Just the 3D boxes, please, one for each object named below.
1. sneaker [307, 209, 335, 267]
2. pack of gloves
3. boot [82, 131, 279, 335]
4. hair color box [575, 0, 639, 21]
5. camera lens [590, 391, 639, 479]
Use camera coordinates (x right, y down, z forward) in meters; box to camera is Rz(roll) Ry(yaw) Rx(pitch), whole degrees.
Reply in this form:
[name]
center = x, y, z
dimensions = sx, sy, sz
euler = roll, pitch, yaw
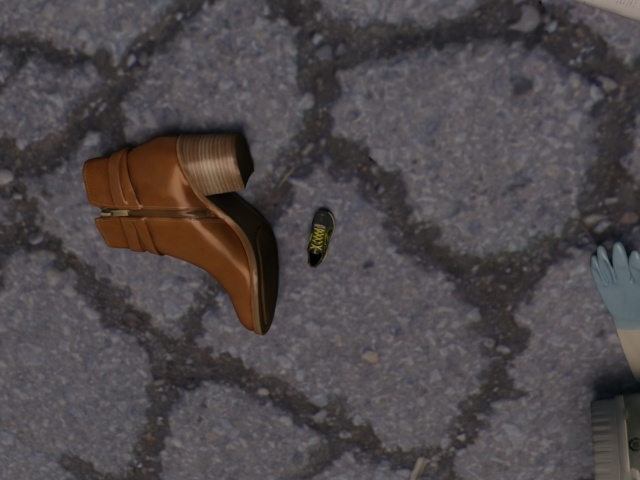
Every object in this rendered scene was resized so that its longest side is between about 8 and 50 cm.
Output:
[sneaker]
center = 0.000, 0.000, 1.349
dimensions = 0.031, 0.035, 0.083
euler = 10, 121, 6
[pack of gloves]
center = 0.448, 0.085, 1.272
dimensions = 0.195, 0.046, 0.232
euler = 0, 127, 46
[boot]
center = -0.181, 0.001, 1.345
dimensions = 0.220, 0.109, 0.284
euler = -8, 115, 15
[hair color box]
center = 0.305, -0.289, 1.113
dimensions = 0.141, 0.043, 0.072
euler = 18, 121, 0
[camera lens]
center = 0.487, 0.299, 1.304
dimensions = 0.274, 0.219, 0.219
euler = -3, 118, 14
